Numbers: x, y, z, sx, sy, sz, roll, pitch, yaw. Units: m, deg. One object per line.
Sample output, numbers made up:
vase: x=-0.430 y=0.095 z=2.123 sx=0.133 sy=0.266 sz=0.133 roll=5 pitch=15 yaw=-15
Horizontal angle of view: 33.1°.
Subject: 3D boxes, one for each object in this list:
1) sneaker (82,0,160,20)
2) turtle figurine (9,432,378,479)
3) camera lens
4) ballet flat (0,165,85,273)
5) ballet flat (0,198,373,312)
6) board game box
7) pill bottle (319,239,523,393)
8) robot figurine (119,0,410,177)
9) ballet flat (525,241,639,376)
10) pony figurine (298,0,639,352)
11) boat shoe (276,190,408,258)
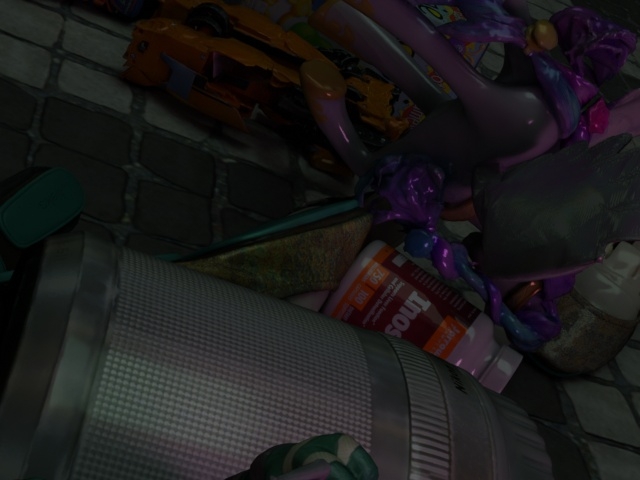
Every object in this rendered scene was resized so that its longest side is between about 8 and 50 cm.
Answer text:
sneaker: x=-0.221 y=-0.279 z=1.142 sx=0.221 sy=0.083 sz=0.087 roll=-7 pitch=54 yaw=-41
turtle figurine: x=-0.042 y=0.132 z=0.357 sx=0.234 sy=0.175 sz=0.118 roll=35 pitch=-1 yaw=-28
camera lens: x=-0.054 y=0.132 z=0.528 sx=0.274 sy=0.219 sz=0.219 roll=20 pitch=32 yaw=-17
ballet flat: x=-0.232 y=0.006 z=0.718 sx=0.074 sy=0.074 sz=0.203 roll=33 pitch=28 yaw=5
ballet flat: x=-0.083 y=0.052 z=0.743 sx=0.349 sy=0.123 sz=0.123 roll=-14 pitch=52 yaw=-47
board game box: x=0.034 y=-0.252 z=1.253 sx=0.275 sy=0.142 sz=0.144 roll=19 pitch=32 yaw=-17
pill bottle: x=0.082 y=0.074 z=0.863 sx=0.152 sy=0.086 sz=0.086 roll=35 pitch=31 yaw=10
robot figurine: x=-0.047 y=-0.161 z=1.106 sx=0.291 sy=0.085 sz=0.211 roll=25 pitch=31 yaw=-7
ballet flat: x=0.294 y=0.037 z=1.081 sx=0.107 sy=0.106 sz=0.316 roll=40 pitch=32 yaw=17
pony figurine: x=0.155 y=-0.093 z=0.853 sx=0.303 sy=0.351 sz=0.363 roll=-36 pitch=91 yaw=-37
boat shoe: x=0.000 y=0.000 z=0.953 sx=0.065 sy=0.075 sz=0.206 roll=-2 pitch=13 yaw=41
